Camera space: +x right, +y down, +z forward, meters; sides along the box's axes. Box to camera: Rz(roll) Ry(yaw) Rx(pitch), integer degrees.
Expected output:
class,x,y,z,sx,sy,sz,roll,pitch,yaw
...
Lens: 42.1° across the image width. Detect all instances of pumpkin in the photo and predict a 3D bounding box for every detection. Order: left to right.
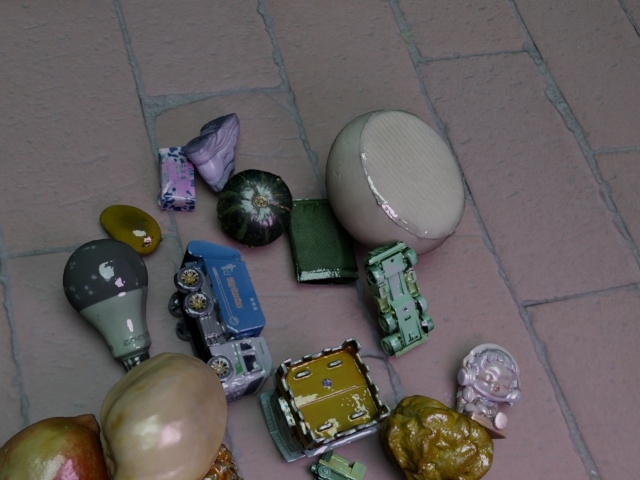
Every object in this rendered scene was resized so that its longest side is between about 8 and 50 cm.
class,x,y,z,sx,sy,sz,roll,pitch,yaw
pumpkin,-0.158,-0.078,2.002,0.190,0.146,0.190,7,61,-13

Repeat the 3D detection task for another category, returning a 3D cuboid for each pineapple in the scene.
class,x,y,z,sx,sy,sz,roll,pitch,yaw
pineapple,-0.201,0.506,1.673,0.164,0.140,0.250,26,55,0

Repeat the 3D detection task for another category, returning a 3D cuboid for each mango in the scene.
class,x,y,z,sx,sy,sz,roll,pitch,yaw
mango,-0.447,-0.030,1.947,0.161,0.076,0.103,32,65,15

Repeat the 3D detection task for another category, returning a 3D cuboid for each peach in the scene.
class,x,y,z,sx,sy,sz,roll,pitch,yaw
peach,-0.507,0.443,1.579,0.232,0.232,0.257,29,54,3

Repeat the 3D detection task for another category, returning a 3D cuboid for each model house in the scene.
class,x,y,z,sx,sy,sz,roll,pitch,yaw
model house,0.012,0.343,1.767,0.224,0.215,0.198,-17,70,-22

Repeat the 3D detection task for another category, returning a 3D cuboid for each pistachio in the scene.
class,x,y,z,sx,sy,sz,roll,pitch,yaw
pistachio,-0.303,0.354,1.589,0.238,0.229,0.321,18,36,0

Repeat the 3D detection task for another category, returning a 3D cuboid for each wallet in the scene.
class,x,y,z,sx,sy,sz,roll,pitch,yaw
wallet,-0.001,0.001,2.052,0.160,0.055,0.236,0,57,-19

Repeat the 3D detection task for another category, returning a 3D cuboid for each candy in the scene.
class,x,y,z,sx,sy,sz,roll,pitch,yaw
candy,-0.354,-0.152,2.038,0.092,0.073,0.160,-1,62,-13

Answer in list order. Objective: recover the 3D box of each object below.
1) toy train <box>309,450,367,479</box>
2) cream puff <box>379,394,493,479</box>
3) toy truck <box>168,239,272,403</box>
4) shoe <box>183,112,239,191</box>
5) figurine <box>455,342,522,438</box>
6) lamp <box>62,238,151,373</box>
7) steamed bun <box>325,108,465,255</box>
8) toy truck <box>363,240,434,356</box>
class,x,y,z,sx,sy,sz,roll,pitch,yaw
toy train,0.040,0.500,1.785,0.122,0.050,0.081,28,54,3
cream puff,0.245,0.432,1.778,0.196,0.244,0.244,-35,74,-15
toy truck,-0.227,0.178,1.844,0.175,0.146,0.367,-10,64,-24
shoe,-0.250,-0.226,2.092,0.095,0.137,0.245,-11,27,24
figurine,0.387,0.336,1.909,0.162,0.141,0.237,32,56,-10
lamp,-0.445,0.144,1.787,0.182,0.182,0.314,-13,67,-20
steamed bun,0.165,-0.130,2.045,0.374,0.241,0.374,16,62,-33
toy truck,0.160,0.129,1.932,0.128,0.259,0.135,-27,29,-21
